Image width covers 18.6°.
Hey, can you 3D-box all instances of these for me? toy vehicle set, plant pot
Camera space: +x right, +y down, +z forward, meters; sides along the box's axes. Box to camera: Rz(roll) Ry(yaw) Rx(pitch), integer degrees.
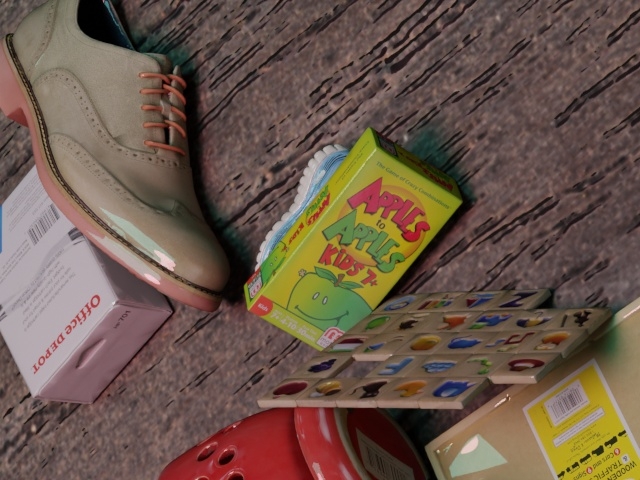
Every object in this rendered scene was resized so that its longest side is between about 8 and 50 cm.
[{"bbox_3d":[0.214,0.163,1.488,0.267,0.035,0.166,-38,59,28],"label":"toy vehicle set"},{"bbox_3d":[-0.011,0.216,1.569,0.174,0.191,0.191,-37,59,19],"label":"plant pot"}]

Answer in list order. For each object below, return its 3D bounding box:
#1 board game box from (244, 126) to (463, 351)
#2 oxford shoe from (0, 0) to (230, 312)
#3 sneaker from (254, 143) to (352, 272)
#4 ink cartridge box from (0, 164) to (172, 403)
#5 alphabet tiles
[{"bbox_3d":[0.026,0.004,1.636,0.181,0.092,0.043,-51,22,19],"label":"board game box"},{"bbox_3d":[-0.182,-0.099,1.810,0.146,0.140,0.397,-47,57,14],"label":"oxford shoe"},{"bbox_3d":[0.000,0.000,1.684,0.073,0.063,0.162,31,101,36],"label":"sneaker"},{"bbox_3d":[-0.244,0.040,1.864,0.139,0.082,0.190,-47,56,23],"label":"ink cartridge box"},{"bbox_3d":[0.098,0.082,1.513,0.237,0.198,0.009,-3,111,40],"label":"alphabet tiles"}]
